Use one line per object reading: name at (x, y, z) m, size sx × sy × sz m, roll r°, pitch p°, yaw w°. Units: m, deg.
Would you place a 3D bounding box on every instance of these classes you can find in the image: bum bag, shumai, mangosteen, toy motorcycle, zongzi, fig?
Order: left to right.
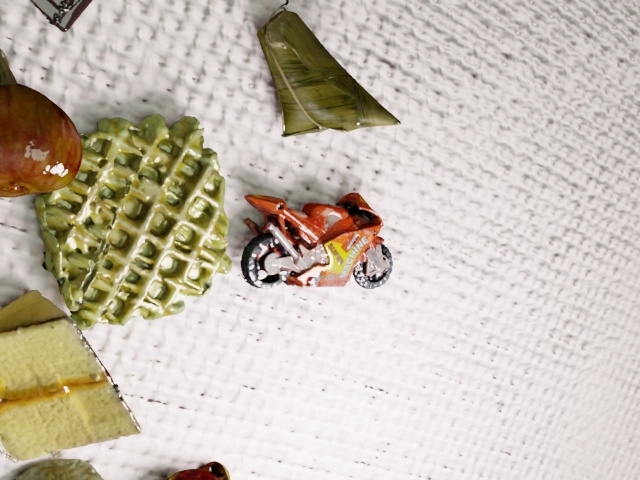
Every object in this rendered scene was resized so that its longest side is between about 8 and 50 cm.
fig at (-0.399, -0.135, 1.251) m, size 0.149 × 0.202 × 0.148 m, roll -42°, pitch 143°, yaw 6°
bum bag at (-0.361, -0.364, 1.269) m, size 0.159 × 0.026 × 0.109 m, roll 44°, pitch 78°, yaw -30°
shumai at (-0.388, 0.425, 1.449) m, size 0.184 × 0.184 × 0.142 m, roll -9°, pitch 139°, yaw -32°
mangosteen at (-0.181, 0.443, 1.560) m, size 0.181 × 0.146 × 0.155 m, roll 16°, pitch 92°, yaw -37°
toy motorcycle at (0.001, 0.002, 1.586) m, size 0.298 × 0.089 × 0.171 m, roll 2°, pitch 102°, yaw -34°
zongzi at (0.010, -0.256, 1.445) m, size 0.094 × 0.204 × 0.204 m, roll -40°, pitch 124°, yaw -39°

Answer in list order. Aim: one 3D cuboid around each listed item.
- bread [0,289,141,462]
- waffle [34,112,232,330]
bread at (-0.390, 0.215, 1.352) m, size 0.178 × 0.135 × 0.240 m, roll -36°, pitch 124°, yaw -21°
waffle at (-0.261, -0.026, 1.407) m, size 0.297 × 0.073 × 0.317 m, roll -20°, pitch 115°, yaw -28°
